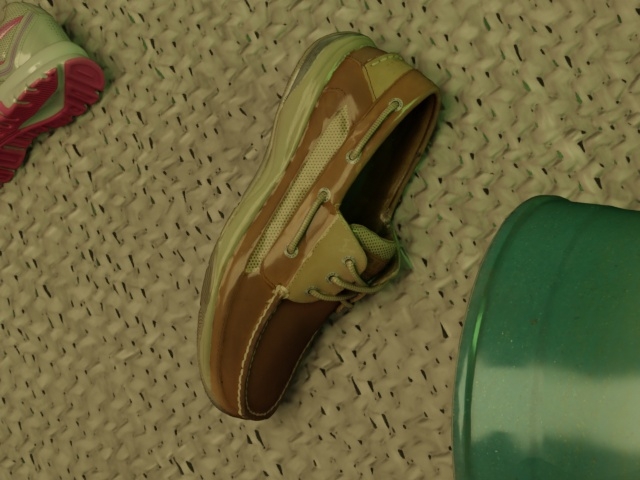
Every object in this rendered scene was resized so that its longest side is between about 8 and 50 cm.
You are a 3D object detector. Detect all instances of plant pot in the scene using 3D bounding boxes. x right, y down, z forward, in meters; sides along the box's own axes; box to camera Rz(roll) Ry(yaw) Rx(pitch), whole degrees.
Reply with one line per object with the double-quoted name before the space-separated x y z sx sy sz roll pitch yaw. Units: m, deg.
"plant pot" 0.253 0.109 0.974 0.255 0.272 0.271 2 88 31

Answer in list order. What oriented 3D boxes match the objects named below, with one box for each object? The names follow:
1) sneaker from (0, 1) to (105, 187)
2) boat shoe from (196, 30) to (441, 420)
"sneaker" -0.315 -0.126 1.445 0.252 0.103 0.111 -34 66 18
"boat shoe" 0.000 0.000 1.226 0.116 0.123 0.324 25 101 28
